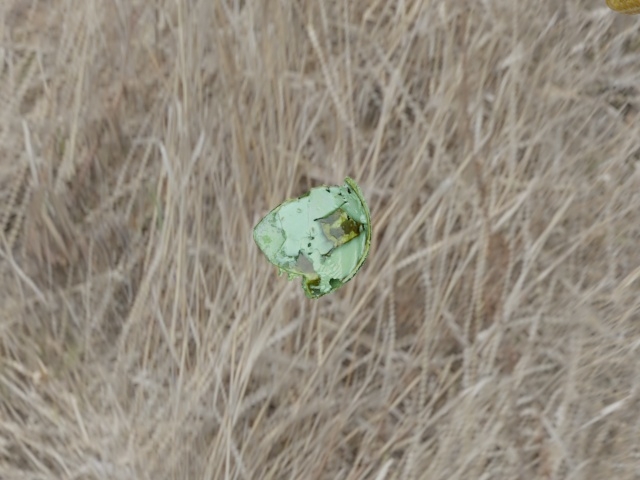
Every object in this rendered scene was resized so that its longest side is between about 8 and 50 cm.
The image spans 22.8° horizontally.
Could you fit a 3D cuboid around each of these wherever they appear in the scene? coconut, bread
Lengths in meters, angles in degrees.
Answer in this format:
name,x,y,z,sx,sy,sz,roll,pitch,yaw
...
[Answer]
name,x,y,z,sx,sy,sz,roll,pitch,yaw
coconut,0.001,-0.002,1.796,0.158,0.055,0.133,-5,95,35
bread,0.388,-0.298,1.910,0.052,0.157,0.044,10,92,-10
